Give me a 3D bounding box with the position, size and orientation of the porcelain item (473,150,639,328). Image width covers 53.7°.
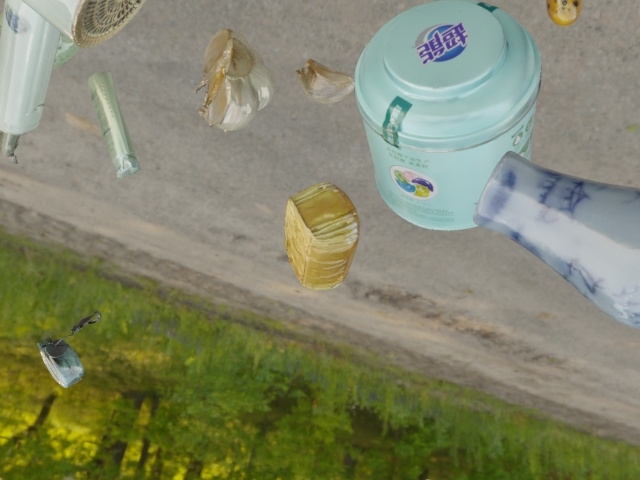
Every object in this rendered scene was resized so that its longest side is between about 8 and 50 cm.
[{"bbox_3d":[0.293,-0.001,0.654,0.259,0.141,0.141,27,161,16],"label":"porcelain item"}]

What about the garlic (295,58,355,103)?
[{"bbox_3d":[0.011,-0.334,1.365,0.152,0.066,0.084,28,134,19],"label":"garlic"}]

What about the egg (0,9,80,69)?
[{"bbox_3d":[-0.343,-0.251,0.773,0.110,0.085,0.085,-9,153,7],"label":"egg"}]

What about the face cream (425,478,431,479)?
[{"bbox_3d":[0.240,0.333,0.709,0.102,0.102,0.345,27,154,-31],"label":"face cream"}]

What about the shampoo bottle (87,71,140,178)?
[{"bbox_3d":[-0.418,-0.234,1.279,0.049,0.213,0.072,-14,173,-44],"label":"shampoo bottle"}]

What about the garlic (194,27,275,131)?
[{"bbox_3d":[-0.178,-0.339,1.367,0.142,0.230,0.178,1,159,-33],"label":"garlic"}]

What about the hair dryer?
[{"bbox_3d":[-0.278,-0.182,0.575,0.173,0.107,0.357,41,137,-4],"label":"hair dryer"}]

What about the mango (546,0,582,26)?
[{"bbox_3d":[0.647,-0.641,1.675,0.090,0.178,0.115,-1,133,26],"label":"mango"}]

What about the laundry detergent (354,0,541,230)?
[{"bbox_3d":[0.210,-0.213,1.043,0.287,0.287,0.305,5,152,17],"label":"laundry detergent"}]

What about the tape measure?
[{"bbox_3d":[-0.493,0.220,1.318,0.104,0.180,0.107,-23,101,40],"label":"tape measure"}]

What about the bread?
[{"bbox_3d":[0.000,0.000,1.355,0.119,0.153,0.288,-20,155,-16],"label":"bread"}]
